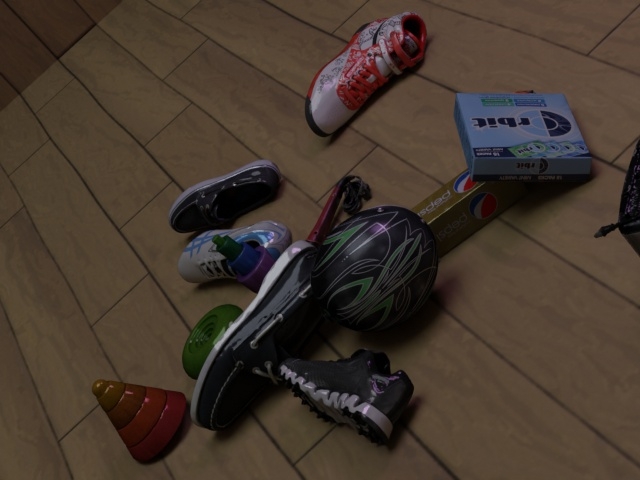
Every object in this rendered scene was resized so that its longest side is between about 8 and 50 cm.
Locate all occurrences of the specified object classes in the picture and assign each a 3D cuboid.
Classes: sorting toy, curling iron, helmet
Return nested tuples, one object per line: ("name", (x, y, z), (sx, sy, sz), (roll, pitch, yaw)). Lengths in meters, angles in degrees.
("sorting toy", (-0.211, 0.141, 1.928), (0.365, 0.126, 0.127), (-56, 23, -6))
("curling iron", (0.000, 0.000, 2.016), (0.068, 0.035, 0.274), (-5, 45, 48))
("helmet", (0.074, 0.039, 1.739), (0.169, 0.169, 0.161), (-54, 15, -22))

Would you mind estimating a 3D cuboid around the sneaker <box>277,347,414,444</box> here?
("sneaker", (0.038, 0.182, 1.677), (0.106, 0.078, 0.234), (-47, 32, -17))

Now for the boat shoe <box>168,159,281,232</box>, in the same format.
("boat shoe", (-0.170, -0.062, 2.280), (0.228, 0.080, 0.076), (-23, 31, 17))

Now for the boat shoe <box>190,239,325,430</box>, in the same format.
("boat shoe", (-0.069, 0.143, 1.824), (0.091, 0.114, 0.302), (29, 87, 30))

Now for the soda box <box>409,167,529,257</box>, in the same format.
("soda box", (0.194, -0.045, 1.816), (0.181, 0.058, 0.061), (-37, 29, 9))

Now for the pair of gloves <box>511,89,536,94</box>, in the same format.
("pair of gloves", (0.285, -0.193, 1.963), (0.074, 0.010, 0.083), (-4, 48, 47))

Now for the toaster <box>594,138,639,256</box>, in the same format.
("toaster", (0.428, -0.051, 1.480), (0.185, 0.110, 0.168), (-16, 36, 38))

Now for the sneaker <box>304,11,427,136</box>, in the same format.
("sneaker", (0.084, -0.295, 2.271), (0.145, 0.090, 0.270), (-9, 39, 49))

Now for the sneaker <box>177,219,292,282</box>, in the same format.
("sneaker", (-0.149, 0.028, 2.107), (0.237, 0.085, 0.086), (-17, 26, 38))

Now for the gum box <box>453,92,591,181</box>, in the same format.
("gum box", (0.272, -0.143, 1.788), (0.157, 0.041, 0.184), (0, 34, -3))
